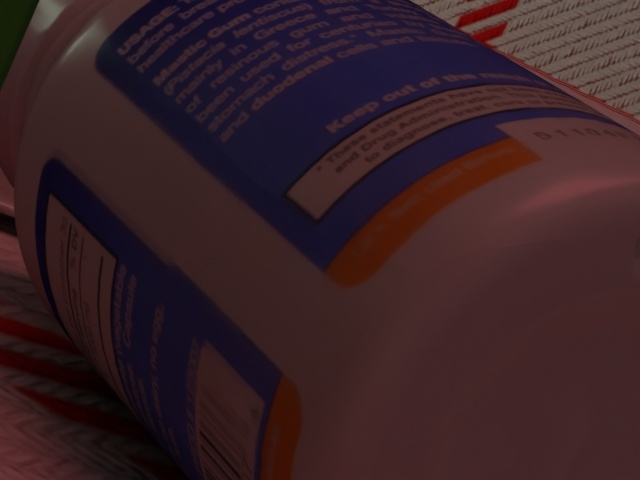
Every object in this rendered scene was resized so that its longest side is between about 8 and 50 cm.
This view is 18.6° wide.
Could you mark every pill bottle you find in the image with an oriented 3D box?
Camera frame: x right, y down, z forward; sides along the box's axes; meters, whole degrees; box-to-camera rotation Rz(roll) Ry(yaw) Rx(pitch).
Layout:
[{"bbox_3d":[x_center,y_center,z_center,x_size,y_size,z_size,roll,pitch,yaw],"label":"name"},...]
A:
[{"bbox_3d":[0.000,0.000,0.586,0.152,0.152,0.272,17,15,-36],"label":"pill bottle"}]

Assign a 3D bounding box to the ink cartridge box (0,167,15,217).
[{"bbox_3d":[-0.169,-0.125,0.867,0.207,0.119,0.353,22,12,-20],"label":"ink cartridge box"}]

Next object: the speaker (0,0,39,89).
[{"bbox_3d":[-0.104,-0.077,0.339,0.131,0.296,0.131,24,11,-5],"label":"speaker"}]
